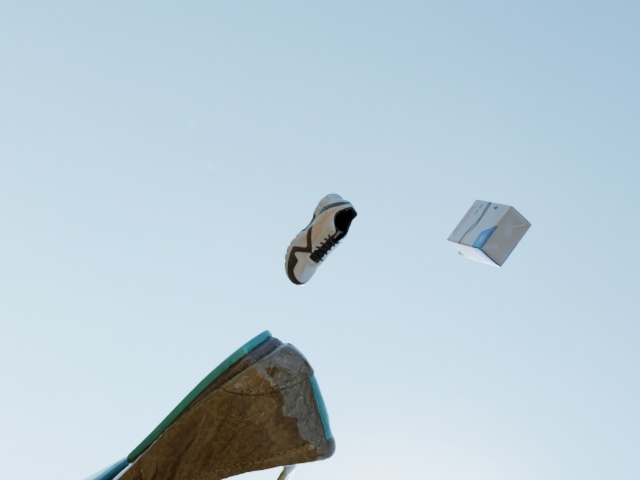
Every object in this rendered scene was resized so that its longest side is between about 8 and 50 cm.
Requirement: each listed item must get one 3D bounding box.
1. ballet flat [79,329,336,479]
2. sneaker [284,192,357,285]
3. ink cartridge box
[{"bbox_3d":[-0.120,0.202,0.809,0.342,0.116,0.124,-38,-95,22],"label":"ballet flat"},{"bbox_3d":[0.000,0.000,1.139,0.040,0.109,0.044,32,-5,-36],"label":"sneaker"},{"bbox_3d":[0.145,-0.008,0.951,0.028,0.048,0.083,40,-7,-19],"label":"ink cartridge box"}]
